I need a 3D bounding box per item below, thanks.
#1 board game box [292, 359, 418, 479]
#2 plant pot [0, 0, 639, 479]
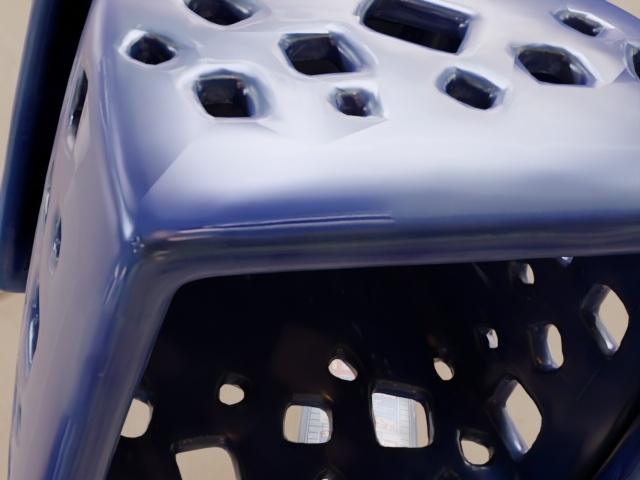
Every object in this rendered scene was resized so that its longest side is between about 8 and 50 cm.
[{"bbox_3d":[0.010,0.136,0.753,0.060,0.194,0.194,10,34,0],"label":"board game box"},{"bbox_3d":[0.000,0.000,0.536,0.236,0.236,0.212,-2,47,-22],"label":"plant pot"}]
